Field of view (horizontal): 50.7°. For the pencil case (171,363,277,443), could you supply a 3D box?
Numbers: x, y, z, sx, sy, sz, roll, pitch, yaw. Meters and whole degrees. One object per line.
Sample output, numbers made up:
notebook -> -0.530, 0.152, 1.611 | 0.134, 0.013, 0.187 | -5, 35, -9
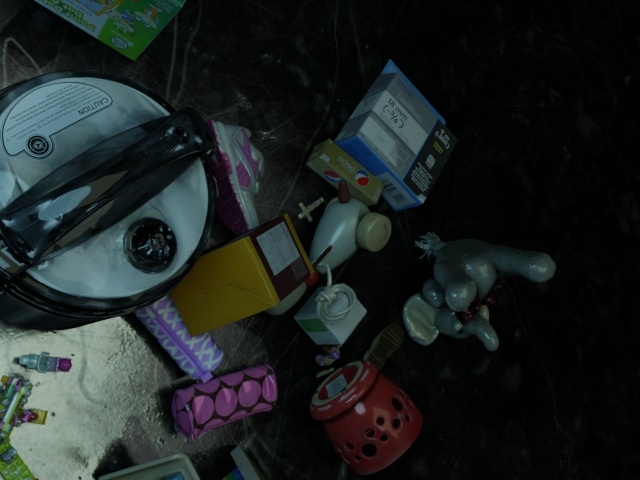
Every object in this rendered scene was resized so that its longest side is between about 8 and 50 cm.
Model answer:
pencil case -> -0.176, 0.306, 1.285 | 0.209, 0.095, 0.098 | -13, 64, -36

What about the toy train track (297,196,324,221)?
toy train track -> -0.019, -0.074, 1.517 | 0.083, 0.014, 0.048 | -40, 103, -34

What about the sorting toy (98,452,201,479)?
sorting toy -> -0.261, 0.466, 1.139 | 0.208, 0.193, 0.038 | 62, 24, -10

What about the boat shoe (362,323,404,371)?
boat shoe -> 0.138, 0.249, 1.546 | 0.056, 0.048, 0.153 | 44, 52, -5

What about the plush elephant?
plush elephant -> 0.344, 0.143, 1.593 | 0.272, 0.330, 0.255 | -19, 114, -23

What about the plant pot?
plant pot -> 0.089, 0.354, 1.399 | 0.191, 0.191, 0.174 | -43, 102, -33

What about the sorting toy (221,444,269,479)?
sorting toy -> -0.082, 0.529, 1.217 | 0.089, 0.257, 0.255 | -39, 102, -13

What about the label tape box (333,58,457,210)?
label tape box -> 0.209, -0.277, 1.660 | 0.240, 0.106, 0.333 | 43, 60, -21

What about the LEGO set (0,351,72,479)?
LEGO set -> -0.466, 0.321, 1.072 | 0.132, 0.107, 0.287 | 6, 77, -34

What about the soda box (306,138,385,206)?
soda box -> 0.059, -0.152, 1.558 | 0.181, 0.061, 0.058 | 37, 61, -23

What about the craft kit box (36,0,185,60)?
craft kit box -> -0.391, -0.450, 1.198 | 0.250, 0.247, 0.061 | 29, 68, -26

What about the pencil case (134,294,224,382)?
pencil case -> -0.266, 0.164, 1.250 | 0.086, 0.088, 0.206 | -40, 105, -2

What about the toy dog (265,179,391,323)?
toy dog -> 0.000, 0.000, 1.413 | 0.333, 0.220, 0.161 | -58, 139, -37

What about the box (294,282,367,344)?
box -> 0.021, 0.158, 1.443 | 0.087, 0.101, 0.102 | 50, 59, -17

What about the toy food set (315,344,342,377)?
toy food set -> 0.020, 0.232, 1.447 | 0.019, 0.078, 0.122 | 39, 45, -17

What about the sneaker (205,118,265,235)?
sneaker -> -0.158, -0.130, 1.379 | 0.111, 0.103, 0.252 | -13, 89, -34

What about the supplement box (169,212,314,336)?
supplement box -> -0.147, 0.061, 1.251 | 0.129, 0.191, 0.194 | 65, 25, -6

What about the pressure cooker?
pressure cooker -> -0.361, -0.055, 1.030 | 0.376, 0.420, 0.369 | 16, 72, -31
